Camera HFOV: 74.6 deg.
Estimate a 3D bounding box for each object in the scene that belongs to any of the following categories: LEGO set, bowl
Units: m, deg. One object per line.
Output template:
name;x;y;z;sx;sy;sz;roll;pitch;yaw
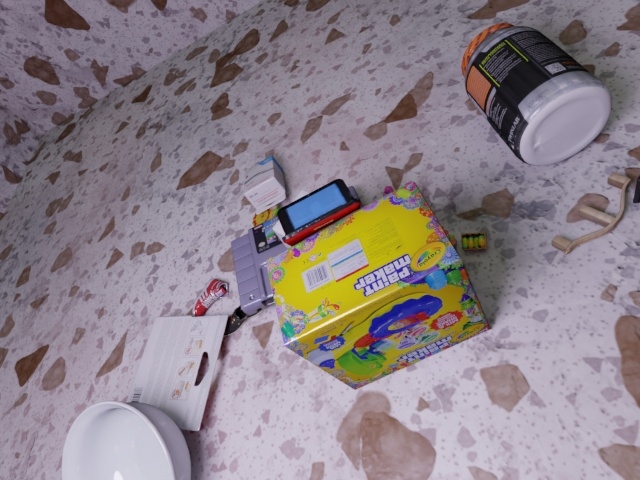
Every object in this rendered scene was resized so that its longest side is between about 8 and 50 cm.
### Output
LEGO set;0.203;-0.031;0.902;0.287;0.107;0.132;31;79;41
bowl;-0.369;0.459;0.859;0.298;0.134;0.297;-1;87;24

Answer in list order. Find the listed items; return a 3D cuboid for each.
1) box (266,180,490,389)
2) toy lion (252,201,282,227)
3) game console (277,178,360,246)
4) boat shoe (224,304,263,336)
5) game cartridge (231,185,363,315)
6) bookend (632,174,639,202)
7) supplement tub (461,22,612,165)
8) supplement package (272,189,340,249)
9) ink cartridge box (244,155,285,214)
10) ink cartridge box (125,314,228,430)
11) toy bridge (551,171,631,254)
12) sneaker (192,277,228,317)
box;0.109;0.098;0.754;0.290;0.279;0.176;-29;49;12
toy lion;-0.154;-0.058;1.191;0.096;0.034;0.100;-24;50;24
game console;-0.010;-0.058;0.743;0.144;0.124;0.085;-28;83;2
boat shoe;-0.204;0.188;1.043;0.133;0.042;0.048;-36;50;7
game cartridge;-0.046;0.014;1.030;0.356;0.068;0.230;-25;53;6
bookend;0.657;-0.124;0.715;0.156;0.072;0.157;26;76;40
supplement tub;0.440;-0.327;0.904;0.194;0.193;0.315;-26;50;14
supplement package;0.000;0.000;0.863;0.105;0.179;0.105;26;73;29
ink cartridge box;-0.163;-0.164;1.222;0.104;0.060;0.180;-28;36;11
ink cartridge box;-0.340;0.318;1.024;0.239;0.060;0.274;-6;56;22
toy bridge;0.513;-0.043;0.778;0.188;0.026;0.063;-47;49;-5
sneaker;-0.290;0.156;1.115;0.067;0.042;0.118;4;60;37
